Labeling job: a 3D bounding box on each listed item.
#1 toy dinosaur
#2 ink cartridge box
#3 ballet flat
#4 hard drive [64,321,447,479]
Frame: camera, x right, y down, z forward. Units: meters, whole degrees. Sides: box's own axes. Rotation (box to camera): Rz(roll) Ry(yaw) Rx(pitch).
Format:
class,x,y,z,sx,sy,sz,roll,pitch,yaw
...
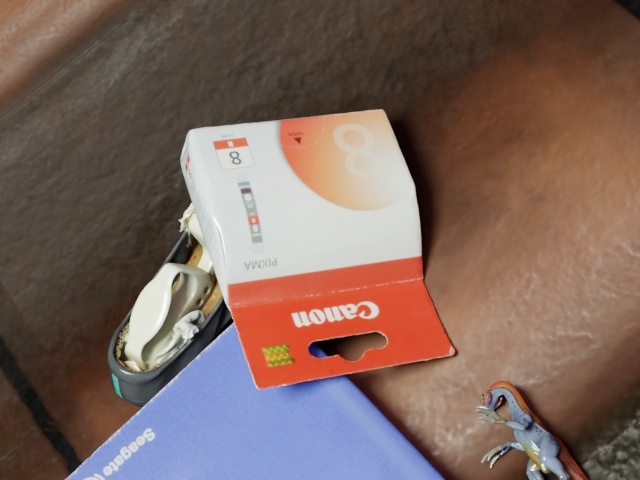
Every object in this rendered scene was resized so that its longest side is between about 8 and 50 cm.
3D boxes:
class,x,y,z,sx,sy,sz,roll,pitch,yaw
toy dinosaur,0.132,0.126,0.977,0.090,0.047,0.082,6,55,-16
ink cartridge box,0.000,0.000,1.020,0.145,0.045,0.179,-8,57,-23
ballet flat,-0.079,0.021,1.059,0.074,0.074,0.203,29,78,26
hard drive,-0.008,0.211,0.969,0.210,0.040,0.318,-43,62,-4
